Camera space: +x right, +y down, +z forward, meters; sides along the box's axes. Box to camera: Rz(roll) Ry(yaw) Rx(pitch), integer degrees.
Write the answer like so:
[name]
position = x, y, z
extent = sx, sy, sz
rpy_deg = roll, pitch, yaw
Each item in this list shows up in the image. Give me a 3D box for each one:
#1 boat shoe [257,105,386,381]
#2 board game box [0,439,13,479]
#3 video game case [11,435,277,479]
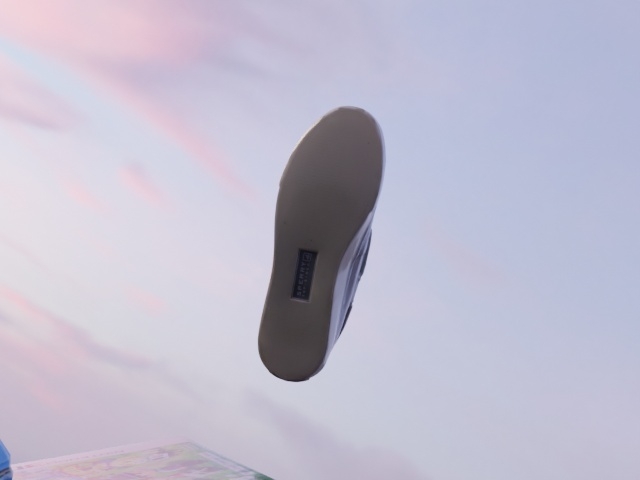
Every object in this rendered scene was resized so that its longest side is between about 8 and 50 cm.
[boat shoe]
position = 0.001, 0.001, 1.103
extent = 0.079, 0.228, 0.081
rpy_deg = 15, 8, 8
[board game box]
position = -0.263, -0.010, 0.251
extent = 0.308, 0.086, 0.302
rpy_deg = 55, 32, 8
[video game case]
position = -0.139, 0.152, 0.786
extent = 0.193, 0.023, 0.212
rpy_deg = -7, 3, -23
